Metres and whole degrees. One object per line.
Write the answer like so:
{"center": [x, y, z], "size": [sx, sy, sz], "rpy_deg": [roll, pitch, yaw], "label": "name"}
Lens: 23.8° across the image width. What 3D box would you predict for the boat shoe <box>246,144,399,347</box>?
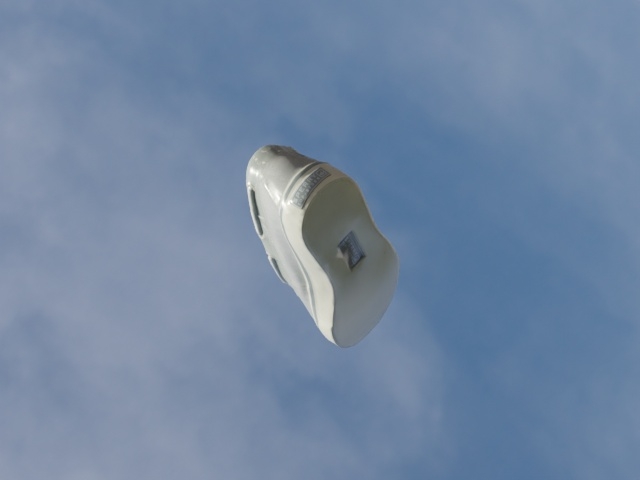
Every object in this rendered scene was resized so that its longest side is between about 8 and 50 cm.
{"center": [-0.001, 0.000, 1.130], "size": [0.081, 0.227, 0.079], "rpy_deg": [37, -106, 29], "label": "boat shoe"}
